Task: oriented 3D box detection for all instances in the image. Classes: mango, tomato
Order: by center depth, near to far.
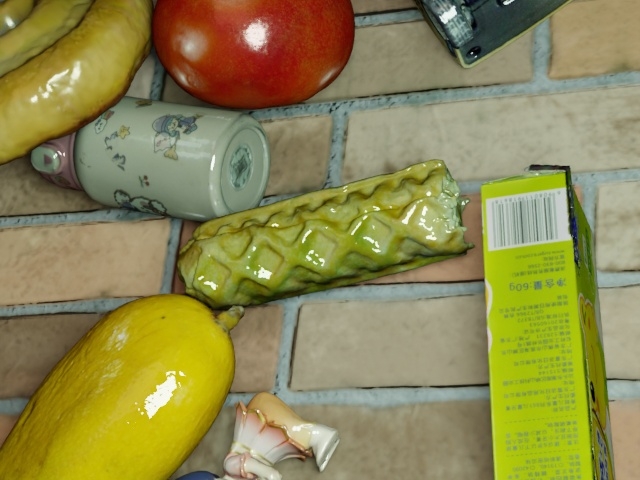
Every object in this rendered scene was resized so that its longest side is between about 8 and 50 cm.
[{"bbox_3d":[-0.189,0.160,1.286,0.317,0.119,0.176,-43,36,-3],"label":"mango"},{"bbox_3d":[-0.061,-0.209,1.404,0.195,0.136,0.195,6,38,-5],"label":"tomato"}]

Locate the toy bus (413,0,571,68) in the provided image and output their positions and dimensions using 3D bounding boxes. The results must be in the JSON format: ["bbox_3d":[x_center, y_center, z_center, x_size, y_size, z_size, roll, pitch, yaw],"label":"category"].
[{"bbox_3d":[0.105,-0.330,1.293,0.177,0.365,0.202,-34,53,1],"label":"toy bus"}]

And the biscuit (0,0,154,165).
[{"bbox_3d":[-0.278,-0.170,1.423,0.274,0.091,0.213,-33,34,-9],"label":"biscuit"}]

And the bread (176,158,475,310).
[{"bbox_3d":[0.000,0.001,1.316,0.269,0.087,0.098,-15,35,12],"label":"bread"}]

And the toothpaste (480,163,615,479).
[{"bbox_3d":[0.182,0.107,1.178,0.077,0.110,0.327,-8,61,16],"label":"toothpaste"}]

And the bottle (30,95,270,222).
[{"bbox_3d":[-0.172,-0.082,1.424,0.233,0.110,0.110,10,68,26],"label":"bottle"}]

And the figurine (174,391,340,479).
[{"bbox_3d":[-0.077,0.216,1.242,0.102,0.111,0.195,33,75,15],"label":"figurine"}]
